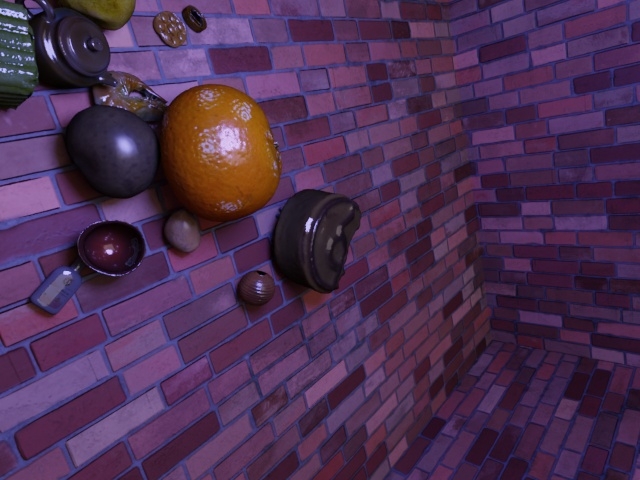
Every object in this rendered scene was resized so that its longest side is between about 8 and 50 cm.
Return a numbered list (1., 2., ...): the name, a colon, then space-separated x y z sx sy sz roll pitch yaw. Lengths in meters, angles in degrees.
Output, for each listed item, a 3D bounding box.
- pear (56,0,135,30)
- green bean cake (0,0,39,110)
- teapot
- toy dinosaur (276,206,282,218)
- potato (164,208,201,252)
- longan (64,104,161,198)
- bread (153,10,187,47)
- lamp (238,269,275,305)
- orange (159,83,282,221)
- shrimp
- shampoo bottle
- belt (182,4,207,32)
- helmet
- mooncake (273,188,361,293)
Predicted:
1. pear: -0.589 -0.667 1.103 0.197 0.197 0.198 -2 92 -46
2. green bean cake: -0.734 -0.417 0.953 0.113 0.214 0.201 -9 95 -50
3. teapot: -0.624 -0.492 1.053 0.268 0.175 0.186 56 43 -52
4. toy dinosaur: -0.142 -0.088 1.689 0.080 0.045 0.198 46 56 -49
5. potato: -0.440 -0.028 1.346 0.112 0.111 0.147 -37 124 -39
6. longan: -0.558 -0.246 1.143 0.245 0.215 0.246 21 51 -28
7. bread: -0.477 -0.673 1.341 0.110 0.024 0.110 -1 91 -47
8. lamp: -0.232 0.173 1.540 0.136 0.136 0.137 -2 92 -46
9. orange: -0.286 -0.261 1.274 0.424 0.325 0.425 -6 90 -86
10. shrimp: -0.542 -0.422 1.261 0.267 0.061 0.146 -1 82 -44
11. shampoo bottle: -0.691 0.114 1.133 0.080 0.040 0.165 49 59 -33
12. belt: -0.417 -0.735 1.394 0.083 0.036 0.059 46 54 -37
13. helmet: -0.597 0.021 1.180 0.175 0.106 0.155 6 85 -44
14. mooncake: 0.000 0.000 1.691 0.393 0.246 0.395 -26 119 -49
